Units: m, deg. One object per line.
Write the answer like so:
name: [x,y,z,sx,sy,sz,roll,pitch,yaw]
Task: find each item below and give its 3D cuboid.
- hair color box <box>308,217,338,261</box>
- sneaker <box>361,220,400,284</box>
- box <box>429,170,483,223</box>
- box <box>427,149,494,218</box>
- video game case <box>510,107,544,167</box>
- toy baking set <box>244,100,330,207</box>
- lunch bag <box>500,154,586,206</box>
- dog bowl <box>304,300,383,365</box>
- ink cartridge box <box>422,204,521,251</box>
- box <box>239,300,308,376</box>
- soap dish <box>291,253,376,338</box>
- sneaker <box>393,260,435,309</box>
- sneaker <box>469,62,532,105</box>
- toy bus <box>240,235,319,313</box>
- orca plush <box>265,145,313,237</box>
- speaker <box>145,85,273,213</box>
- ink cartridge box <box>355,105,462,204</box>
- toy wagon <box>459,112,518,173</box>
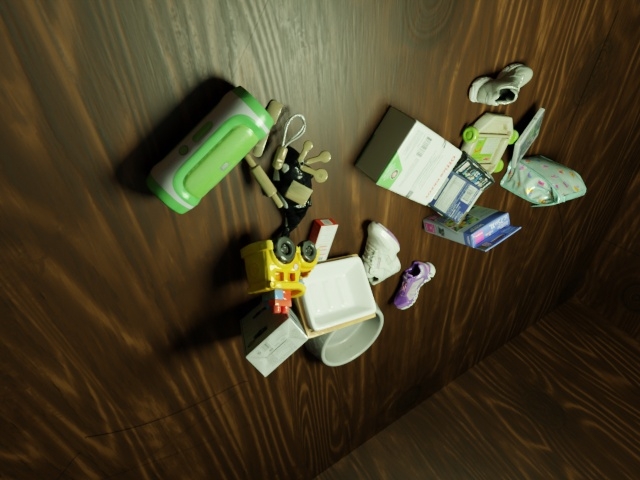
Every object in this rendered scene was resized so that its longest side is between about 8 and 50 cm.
hair color box: [0.000,0.000,1.444,0.071,0.043,0.141,-6,127,-38]
sneaker: [0.207,0.058,1.614,0.152,0.114,0.305,-36,140,-11]
box: [0.413,-0.174,1.507,0.036,0.225,0.137,-2,127,-56]
box: [0.478,-0.191,1.591,0.175,0.051,0.220,27,124,-33]
video game case: [0.803,-0.393,1.737,0.173,0.022,0.190,-54,155,-4]
toy baking set: [-0.090,-0.211,1.138,0.196,0.030,0.256,-37,109,5]
lunch bag: [0.930,-0.235,1.852,0.223,0.262,0.160,-13,132,-33]
dog bowl: [0.107,0.364,1.810,0.348,0.102,0.349,-23,137,-23]
ink cartridge box: [0.550,-0.061,1.651,0.185,0.311,0.065,-28,118,-18]
box: [-0.150,0.268,1.363,0.169,0.290,0.087,-42,107,-4]
soap dish: [0.033,0.182,1.499,0.290,0.229,0.118,-10,168,-36]
sneaker: [0.378,0.180,1.893,0.104,0.095,0.237,28,99,-42]
sneaker: [0.619,-0.498,1.470,0.262,0.121,0.099,-27,139,-19]
toy bus: [-0.105,0.107,1.290,0.149,0.212,0.220,-21,161,41]
orca plush: [-0.072,-0.111,1.240,0.151,0.102,0.288,-10,130,-34]
speaker: [-0.245,-0.200,0.999,0.296,0.131,0.131,-45,141,1]
ink cartridge box: [0.280,-0.253,1.397,0.289,0.121,0.211,15,114,-46]
toy wagon: [0.585,-0.299,1.659,0.267,0.068,0.345,-8,129,-35]
